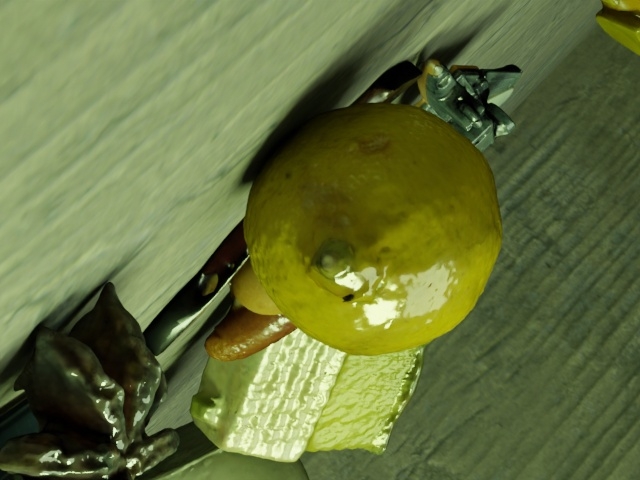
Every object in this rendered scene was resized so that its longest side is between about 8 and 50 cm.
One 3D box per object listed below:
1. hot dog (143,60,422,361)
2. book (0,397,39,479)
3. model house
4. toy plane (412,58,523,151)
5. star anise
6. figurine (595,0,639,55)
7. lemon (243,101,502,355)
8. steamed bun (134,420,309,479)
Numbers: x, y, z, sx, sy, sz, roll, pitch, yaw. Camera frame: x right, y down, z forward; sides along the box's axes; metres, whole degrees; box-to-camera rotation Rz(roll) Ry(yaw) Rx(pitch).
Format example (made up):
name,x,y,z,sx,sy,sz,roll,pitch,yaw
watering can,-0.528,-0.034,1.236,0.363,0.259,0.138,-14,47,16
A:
name,x,y,z,sx,sy,sz,roll,pitch,yaw
hot dog,0.000,-0.001,1.332,0.326,0.107,0.194,-47,176,19
book,-0.196,0.217,0.997,0.025,0.191,0.269,-13,-170,23
model house,-0.023,0.138,1.668,0.234,0.175,0.193,-6,127,-46
toy plane,0.133,-0.125,1.491,0.204,0.103,0.316,-46,176,-1
star anise,-0.143,0.133,0.969,0.231,0.089,0.209,-40,143,-68
figurine,0.337,-0.313,1.448,0.228,0.215,0.215,-32,180,17
lemon,0.041,-0.010,1.104,0.188,0.188,0.256,-48,172,16
steamed bun,-0.158,0.344,1.753,0.324,0.206,0.324,-22,-176,2
